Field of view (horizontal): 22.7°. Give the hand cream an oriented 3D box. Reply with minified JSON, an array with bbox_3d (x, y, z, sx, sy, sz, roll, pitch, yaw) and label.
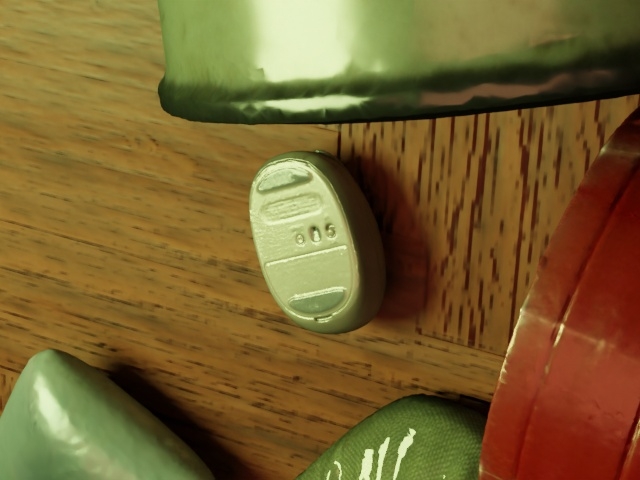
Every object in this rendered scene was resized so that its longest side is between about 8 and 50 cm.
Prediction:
[{"bbox_3d":[0.156,0.050,0.640,0.125,0.193,0.193,22,120,23],"label":"hand cream"}]

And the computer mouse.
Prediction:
[{"bbox_3d":[0.001,0.000,0.801,0.066,0.039,0.096,-12,96,33],"label":"computer mouse"}]

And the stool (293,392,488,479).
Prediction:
[{"bbox_3d":[0.035,0.286,0.792,0.310,0.226,0.310,45,124,6],"label":"stool"}]

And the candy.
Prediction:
[{"bbox_3d":[-0.140,0.157,0.930,0.138,0.071,0.174,39,126,10],"label":"candy"}]

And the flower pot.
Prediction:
[{"bbox_3d":[0.065,-0.221,0.530,0.293,0.293,0.330,-3,101,31],"label":"flower pot"}]
